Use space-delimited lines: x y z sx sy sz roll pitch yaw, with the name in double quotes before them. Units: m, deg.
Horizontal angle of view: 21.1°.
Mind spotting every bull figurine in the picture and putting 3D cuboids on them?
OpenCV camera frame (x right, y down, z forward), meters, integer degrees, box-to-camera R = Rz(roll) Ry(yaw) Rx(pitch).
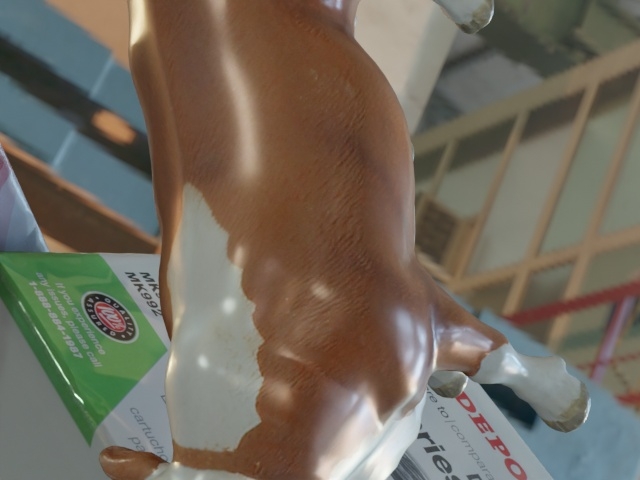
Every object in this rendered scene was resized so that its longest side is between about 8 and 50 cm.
"bull figurine" 0.000 0.000 0.646 0.101 0.310 0.188 -22 -24 39

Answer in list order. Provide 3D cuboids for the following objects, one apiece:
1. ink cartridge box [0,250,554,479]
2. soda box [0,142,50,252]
"ink cartridge box" -0.035 0.116 0.855 0.289 0.211 0.121 0 -45 -50
"soda box" -0.194 -0.001 0.832 0.092 0.083 0.263 34 -20 20
